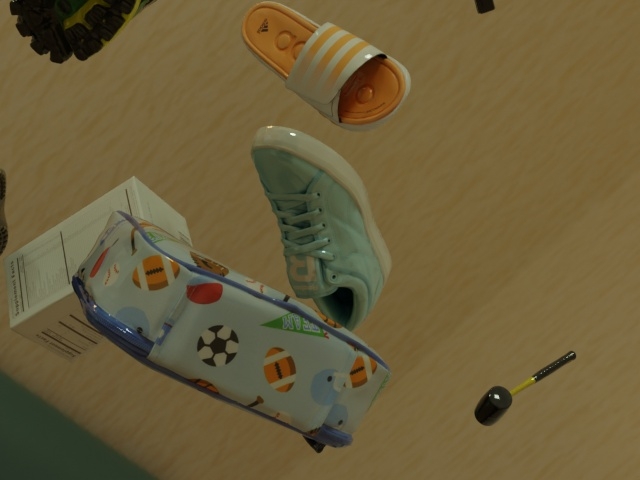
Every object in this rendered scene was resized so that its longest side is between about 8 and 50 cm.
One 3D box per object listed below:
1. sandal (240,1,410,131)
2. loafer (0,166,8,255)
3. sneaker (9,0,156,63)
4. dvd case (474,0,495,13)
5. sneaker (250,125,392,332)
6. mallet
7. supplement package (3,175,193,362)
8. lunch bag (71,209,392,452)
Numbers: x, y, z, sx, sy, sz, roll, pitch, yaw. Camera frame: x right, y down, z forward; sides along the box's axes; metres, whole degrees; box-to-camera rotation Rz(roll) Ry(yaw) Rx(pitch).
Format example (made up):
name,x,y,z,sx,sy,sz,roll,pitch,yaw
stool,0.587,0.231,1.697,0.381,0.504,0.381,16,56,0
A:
name,x,y,z,sx,sy,sz,roll,pitch,yaw
sandal,-0.016,-0.218,1.134,0.265,0.102,0.076,34,7,28
loafer,-0.507,-0.034,1.349,0.092,0.268,0.102,40,45,10
sneaker,-0.160,-0.319,0.927,0.134,0.343,0.146,51,28,-20
dvd case,0.188,-0.454,1.296,0.179,0.029,0.239,58,22,-52
sneaker,0.000,0.000,1.343,0.366,0.135,0.150,54,45,-40
mallet,0.300,0.199,1.351,0.039,0.189,0.062,52,-25,22
supplement package,-0.318,0.045,1.374,0.134,0.244,0.139,45,19,-49
lunch bag,-0.087,0.087,0.922,0.303,0.115,0.243,32,-4,-22
